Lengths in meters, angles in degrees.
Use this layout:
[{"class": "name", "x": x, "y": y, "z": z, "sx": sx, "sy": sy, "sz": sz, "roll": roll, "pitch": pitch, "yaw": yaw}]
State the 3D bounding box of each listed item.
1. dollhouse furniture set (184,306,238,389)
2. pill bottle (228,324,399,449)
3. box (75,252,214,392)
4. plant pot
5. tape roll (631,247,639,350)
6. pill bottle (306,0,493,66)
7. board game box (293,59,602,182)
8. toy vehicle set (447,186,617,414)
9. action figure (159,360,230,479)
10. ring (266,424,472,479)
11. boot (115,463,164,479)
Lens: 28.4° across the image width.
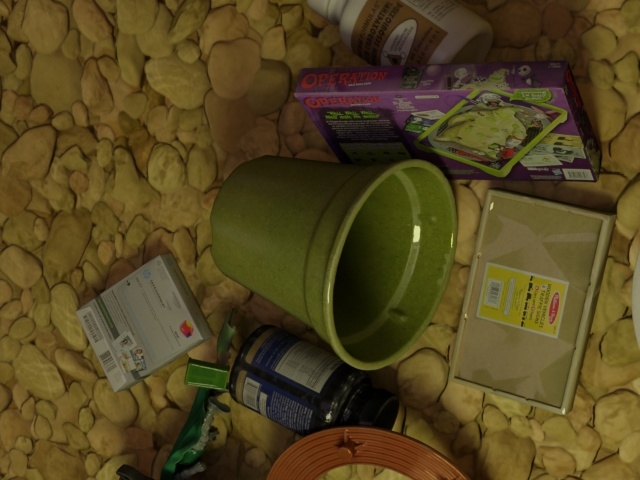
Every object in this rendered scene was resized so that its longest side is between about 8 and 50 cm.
[{"class": "dollhouse furniture set", "x": -0.156, "y": 0.157, "z": 1.795, "sx": 0.058, "sy": 0.152, "sz": 0.076, "roll": 12, "pitch": 118, "yaw": -6}, {"class": "pill bottle", "x": -0.008, "y": 0.211, "z": 1.745, "sx": 0.219, "sy": 0.123, "sz": 0.123, "roll": 24, "pitch": 104, "yaw": 23}, {"class": "box", "x": -0.269, "y": 0.126, "z": 1.917, "sx": 0.186, "sy": 0.038, "sz": 0.145, "roll": -33, "pitch": 80, "yaw": 26}, {"class": "plant pot", "x": 0.000, "y": 0.000, "z": 1.667, "sx": 0.254, "sy": 0.276, "sz": 0.276, "roll": 19, "pitch": 102, "yaw": 35}, {"class": "tape roll", "x": 0.562, "y": 0.073, "z": 1.471, "sx": 0.392, "sy": 0.072, "sz": 0.392, "roll": 1, "pitch": 93, "yaw": 25}, {"class": "pill bottle", "x": 0.099, "y": -0.286, "z": 1.648, "sx": 0.229, "sy": 0.131, "sz": 0.131, "roll": 38, "pitch": 109, "yaw": 19}, {"class": "board game box", "x": 0.162, "y": -0.146, "z": 1.592, "sx": 0.347, "sy": 0.208, "sz": 0.056, "roll": 3, "pitch": 66, "yaw": 26}, {"class": "toy vehicle set", "x": 0.272, "y": 0.077, "z": 1.642, "sx": 0.166, "sy": 0.035, "sz": 0.267, "roll": 16, "pitch": 101, "yaw": 25}, {"class": "action figure", "x": -0.189, "y": 0.303, "z": 1.859, "sx": 0.063, "sy": 0.137, "sz": 0.232, "roll": 25, "pitch": 124, "yaw": -6}, {"class": "ring", "x": 0.075, "y": 0.399, "z": 1.705, "sx": 0.336, "sy": 0.032, "sz": 0.337, "roll": 9, "pitch": 117, "yaw": 18}, {"class": "boot", "x": -0.178, "y": 0.443, "z": 1.843, "sx": 0.229, "sy": 0.091, "sz": 0.263, "roll": 2, "pitch": 118, "yaw": 30}]
